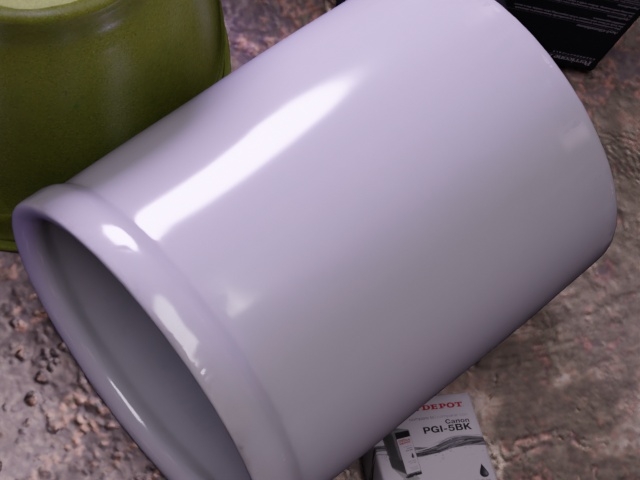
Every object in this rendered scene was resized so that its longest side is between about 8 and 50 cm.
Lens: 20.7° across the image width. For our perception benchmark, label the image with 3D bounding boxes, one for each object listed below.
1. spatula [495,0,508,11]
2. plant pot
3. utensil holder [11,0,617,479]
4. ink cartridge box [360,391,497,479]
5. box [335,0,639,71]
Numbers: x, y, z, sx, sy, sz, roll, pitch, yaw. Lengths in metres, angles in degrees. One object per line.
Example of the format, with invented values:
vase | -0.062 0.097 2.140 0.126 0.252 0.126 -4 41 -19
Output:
spatula | 0.157 -0.177 1.547 0.030 0.296 0.084 30 66 35
plant pot | -0.238 -0.215 1.438 0.366 0.353 0.367 3 72 -8
utensil holder | 0.000 0.000 1.423 0.385 0.327 0.327 -37 81 -19
ink cartridge box | 0.093 0.199 1.482 0.099 0.056 0.135 -6 46 -11
box | 0.165 -0.259 1.585 0.261 0.184 0.103 10 62 -14
